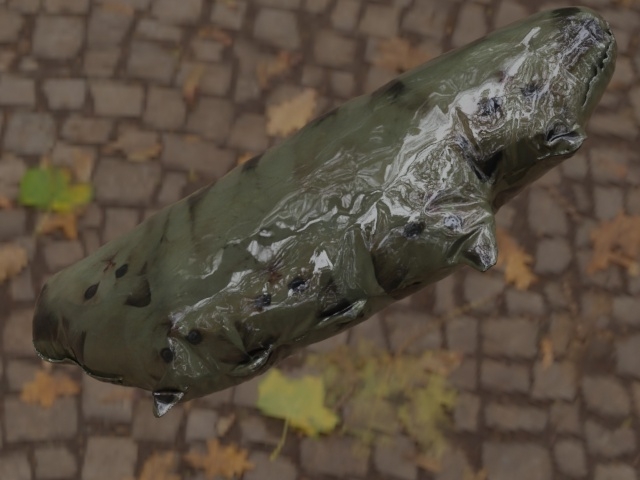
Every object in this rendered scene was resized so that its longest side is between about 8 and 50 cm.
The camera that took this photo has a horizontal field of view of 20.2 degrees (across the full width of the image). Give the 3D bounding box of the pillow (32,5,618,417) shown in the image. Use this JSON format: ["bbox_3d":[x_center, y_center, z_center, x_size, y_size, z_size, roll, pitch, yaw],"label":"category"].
[{"bbox_3d":[-0.001,0.001,0.622,0.241,0.051,0.093,-26,41,16],"label":"pillow"}]
